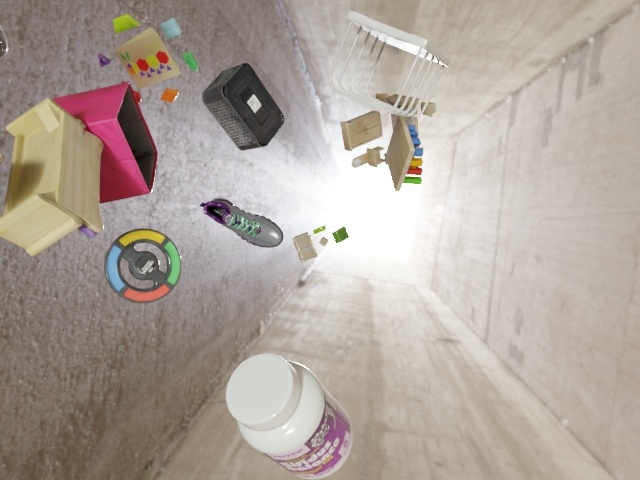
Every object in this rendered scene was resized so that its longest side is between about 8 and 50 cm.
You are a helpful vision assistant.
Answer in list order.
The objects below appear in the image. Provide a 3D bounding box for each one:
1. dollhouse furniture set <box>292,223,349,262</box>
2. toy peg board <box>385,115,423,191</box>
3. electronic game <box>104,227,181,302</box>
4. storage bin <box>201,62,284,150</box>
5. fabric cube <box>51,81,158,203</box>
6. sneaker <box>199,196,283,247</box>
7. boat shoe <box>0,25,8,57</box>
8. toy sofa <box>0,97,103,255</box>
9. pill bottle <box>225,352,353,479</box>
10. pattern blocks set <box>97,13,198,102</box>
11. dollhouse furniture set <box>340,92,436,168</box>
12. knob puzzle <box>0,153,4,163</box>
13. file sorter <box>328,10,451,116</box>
[{"bbox_3d":[0.000,0.000,1.458,0.058,0.151,0.076,-29,97,-58],"label":"dollhouse furniture set"},{"bbox_3d":[0.255,-0.249,1.498,0.161,0.079,0.161,103,-16,-49],"label":"toy peg board"},{"bbox_3d":[-0.539,0.077,1.595,0.048,0.229,0.230,-7,-108,58],"label":"electronic game"},{"bbox_3d":[-0.186,-0.324,1.279,0.180,0.084,0.122,54,53,-34],"label":"storage bin"},{"bbox_3d":[-0.650,-0.274,1.522,0.254,0.257,0.259,-105,-178,-50],"label":"fabric cube"},{"bbox_3d":[-0.206,-0.039,1.350,0.098,0.223,0.083,-27,141,-78],"label":"sneaker"},{"bbox_3d":[-0.900,-0.563,1.341,0.105,0.113,0.306,56,-17,17],"label":"boat shoe"},{"bbox_3d":[-0.634,-0.144,1.232,0.177,0.150,0.363,46,21,-51],"label":"toy sofa"},{"bbox_3d":[-0.055,0.332,0.985,0.302,0.169,0.169,60,33,-49],"label":"pill bottle"},{"bbox_3d":[-0.540,-0.560,1.625,0.026,0.324,0.286,-74,155,-46],"label":"pattern blocks set"},{"bbox_3d":[0.254,-0.372,1.958,0.355,0.173,0.304,31,-40,49],"label":"dollhouse furniture set"},{"bbox_3d":[-0.724,-0.117,1.041,0.213,0.213,0.030,-77,157,-48],"label":"knob puzzle"},{"bbox_3d":[0.167,-0.408,1.262,0.277,0.192,0.173,-23,139,-64],"label":"file sorter"}]
